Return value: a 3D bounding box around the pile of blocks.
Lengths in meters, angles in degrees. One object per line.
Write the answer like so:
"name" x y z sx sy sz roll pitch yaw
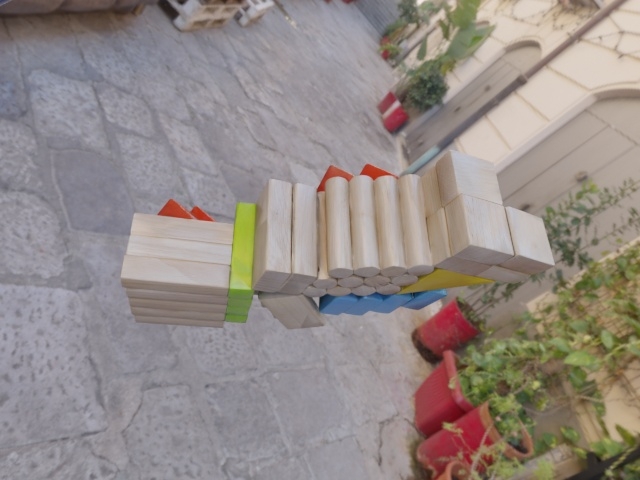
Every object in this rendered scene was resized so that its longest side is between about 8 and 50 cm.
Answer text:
"pile of blocks" 0.000 0.000 0.433 0.149 0.361 0.113 68 18 -60

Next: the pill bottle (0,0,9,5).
"pill bottle" -0.441 -0.309 0.571 0.094 0.169 0.094 62 -2 4
